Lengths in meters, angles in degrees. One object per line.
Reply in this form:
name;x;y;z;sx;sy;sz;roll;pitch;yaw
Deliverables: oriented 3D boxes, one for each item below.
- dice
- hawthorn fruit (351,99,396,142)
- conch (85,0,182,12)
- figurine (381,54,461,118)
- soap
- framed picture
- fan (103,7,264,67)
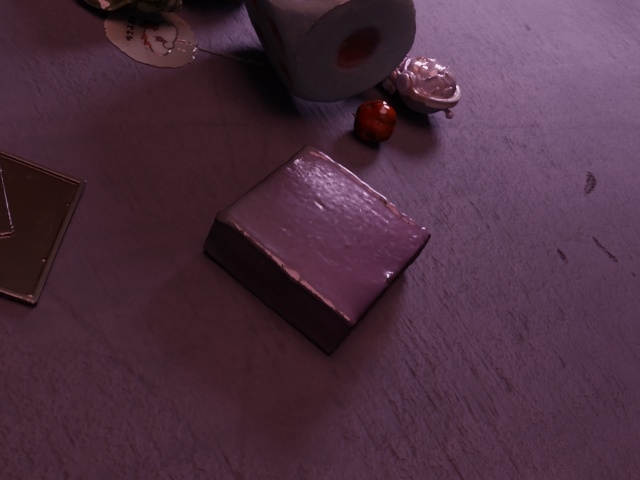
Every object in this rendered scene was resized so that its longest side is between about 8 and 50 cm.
dice;0.013;-0.450;1.737;0.264;0.268;0.263;-27;60;-7
hawthorn fruit;0.105;-0.240;1.795;0.093;0.093;0.093;15;46;-17
conch;-0.358;-0.503;1.736;0.181;0.187;0.124;44;6;11
figurine;0.207;-0.358;1.911;0.237;0.141;0.162;45;40;14
soap;0.000;0.000;1.506;0.285;0.107;0.296;40;44;8
framed picture;-0.473;-0.032;1.334;0.189;0.023;0.260;19;45;-13
fan;-0.263;-0.391;1.776;0.329;0.009;0.191;13;46;-18
